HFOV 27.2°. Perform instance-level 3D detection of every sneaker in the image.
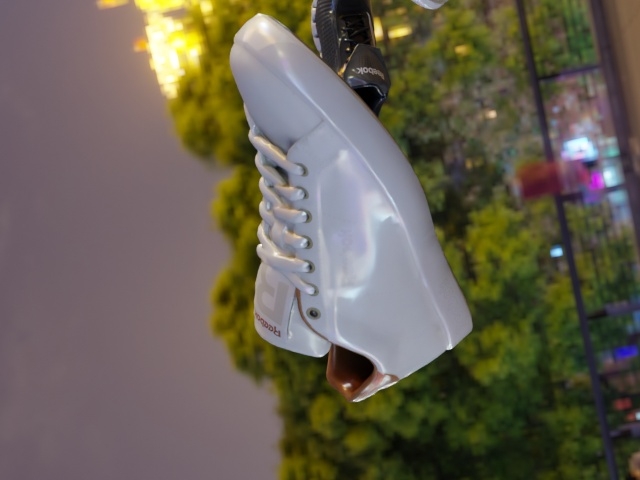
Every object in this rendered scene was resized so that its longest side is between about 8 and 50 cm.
[{"bbox_3d":[0.040,-0.207,1.531,0.106,0.078,0.234,16,106,63],"label":"sneaker"},{"bbox_3d":[0.000,0.000,0.814,0.106,0.123,0.290,40,164,49],"label":"sneaker"}]

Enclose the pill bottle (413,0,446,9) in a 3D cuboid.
[{"bbox_3d":[0.132,-0.294,1.182,0.094,0.169,0.094,35,-149,-25],"label":"pill bottle"}]
